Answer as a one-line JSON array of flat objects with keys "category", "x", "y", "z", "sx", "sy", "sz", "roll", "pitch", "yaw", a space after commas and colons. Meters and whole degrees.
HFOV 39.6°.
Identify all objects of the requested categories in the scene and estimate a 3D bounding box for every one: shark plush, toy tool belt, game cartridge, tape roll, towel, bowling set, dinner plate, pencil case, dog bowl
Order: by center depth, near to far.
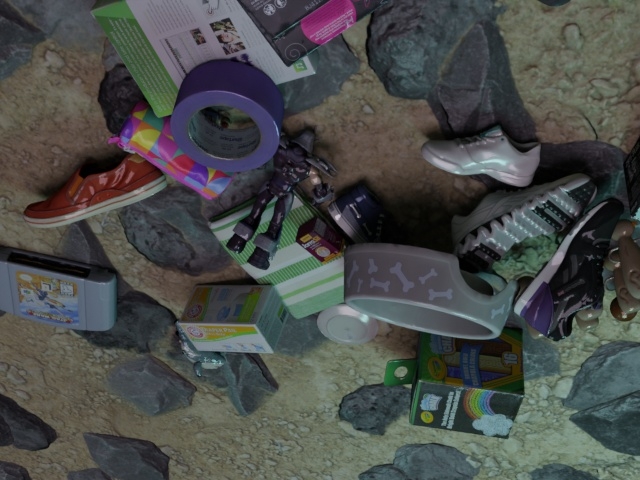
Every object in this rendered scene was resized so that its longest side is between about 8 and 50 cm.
[{"category": "tape roll", "x": -0.160, "y": -0.211, "z": 1.534, "sx": 0.188, "sy": 0.080, "sz": 0.189, "roll": 5, "pitch": 140, "yaw": 4}, {"category": "toy tool belt", "x": -0.209, "y": -0.213, "z": 1.636, "sx": 0.083, "sy": 0.051, "sz": 0.052, "roll": 15, "pitch": 135, "yaw": -4}, {"category": "pencil case", "x": -0.272, "y": -0.165, "z": 1.664, "sx": 0.236, "sy": 0.104, "sz": 0.104, "roll": 30, "pitch": 132, "yaw": -17}, {"category": "dog bowl", "x": 0.203, "y": 0.105, "z": 1.710, "sx": 0.348, "sy": 0.102, "sz": 0.349, "roll": 13, "pitch": 168, "yaw": 3}, {"category": "bowling set", "x": 0.534, "y": 0.087, "z": 1.744, "sx": 0.287, "sy": 0.154, "sz": 0.199, "roll": -26, "pitch": 156, "yaw": 29}, {"category": "towel", "x": -0.053, "y": 0.028, "z": 1.854, "sx": 0.247, "sy": 0.038, "sz": 0.325, "roll": -23, "pitch": 127, "yaw": 30}, {"category": "dinner plate", "x": 0.061, "y": 0.195, "z": 2.008, "sx": 0.141, "sy": 0.017, "sz": 0.141, "roll": 6, "pitch": 136, "yaw": 6}, {"category": "game cartridge", "x": -0.618, "y": 0.118, "z": 2.045, "sx": 0.297, "sy": 0.062, "sz": 0.198, "roll": 12, "pitch": 131, "yaw": 0}, {"category": "shark plush", "x": -0.297, "y": 0.247, "z": 2.127, "sx": 0.067, "sy": 0.073, "sz": 0.161, "roll": -30, "pitch": 102, "yaw": 11}]

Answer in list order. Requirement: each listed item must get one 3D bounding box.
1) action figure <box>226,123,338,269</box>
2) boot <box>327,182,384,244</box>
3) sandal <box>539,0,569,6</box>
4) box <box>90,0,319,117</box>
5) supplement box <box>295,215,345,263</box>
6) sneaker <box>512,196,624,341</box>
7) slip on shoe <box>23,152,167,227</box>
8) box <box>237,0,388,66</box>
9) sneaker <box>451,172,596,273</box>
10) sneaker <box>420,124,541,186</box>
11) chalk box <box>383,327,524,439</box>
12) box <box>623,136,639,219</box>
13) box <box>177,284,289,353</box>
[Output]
[{"category": "action figure", "x": -0.078, "y": -0.092, "z": 1.666, "sx": 0.185, "sy": 0.099, "sz": 0.285, "roll": 34, "pitch": 106, "yaw": 17}, {"category": "boot", "x": 0.100, "y": -0.031, "z": 1.746, "sx": 0.086, "sy": 0.069, "sz": 0.190, "roll": -34, "pitch": 132, "yaw": 14}, {"category": "sandal", "x": 0.274, "y": -0.421, "z": 1.331, "sx": 0.254, "sy": 0.055, "sz": 0.097, "roll": 17, "pitch": 135, "yaw": -5}, {"category": "box", "x": -0.192, "y": -0.348, "z": 1.499, "sx": 0.321, "sy": 0.059, "sz": 0.232, "roll": -12, "pitch": 130, "yaw": 20}, {"category": "supplement box", "x": 0.000, "y": 0.000, "z": 1.755, "sx": 0.083, "sy": 0.043, "sz": 0.055, "roll": 38, "pitch": 132, "yaw": -25}, {"category": "sneaker", "x": 0.484, "y": 0.058, "z": 1.618, "sx": 0.124, "sy": 0.107, "sz": 0.283, "roll": 43, "pitch": 115, "yaw": 26}, {"category": "slip on shoe", "x": -0.458, "y": -0.103, "z": 1.764, "sx": 0.331, "sy": 0.123, "sz": 0.101, "roll": -16, "pitch": 106, "yaw": 25}, {"category": "box", "x": 0.003, "y": -0.407, "z": 1.304, "sx": 0.247, "sy": 0.142, "sz": 0.163, "roll": -31, "pitch": 123, "yaw": 14}, {"category": "sneaker", "x": 0.361, "y": -0.055, "z": 1.631, "sx": 0.292, "sy": 0.118, "sz": 0.110, "roll": -29, "pitch": 136, "yaw": 25}, {"category": "sneaker", "x": 0.287, "y": -0.165, "z": 1.579, "sx": 0.212, "sy": 0.080, "sz": 0.094, "roll": 10, "pitch": 124, "yaw": -8}, {"category": "chalk box", "x": 0.287, "y": 0.297, "z": 1.950, "sx": 0.288, "sy": 0.179, "sz": 0.180, "roll": 9, "pitch": 136, "yaw": 4}, {"category": "box", "x": 0.586, "y": -0.137, "z": 1.483, "sx": 0.077, "sy": 0.147, "sz": 0.180, "roll": 14, "pitch": 134, "yaw": -3}, {"category": "box", "x": -0.191, "y": 0.171, "z": 1.944, "sx": 0.203, "sy": 0.114, "sz": 0.103, "roll": -1, "pitch": 137, "yaw": 27}]
